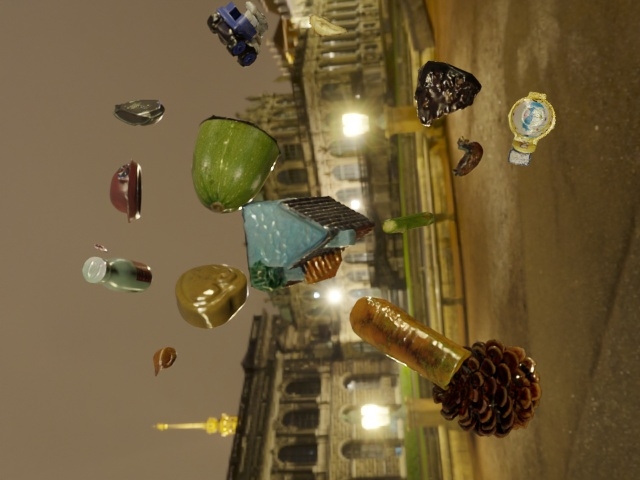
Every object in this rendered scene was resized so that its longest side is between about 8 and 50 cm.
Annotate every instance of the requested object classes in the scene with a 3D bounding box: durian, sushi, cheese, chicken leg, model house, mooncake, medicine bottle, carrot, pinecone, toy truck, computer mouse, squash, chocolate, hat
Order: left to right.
[{"bbox_3d":[-0.539,0.090,1.495,0.217,0.090,0.090,39,-133,-74],"label":"medicine bottle"},{"bbox_3d":[-0.607,-0.155,1.744,0.205,0.089,0.205,-178,90,-76],"label":"hat"},{"bbox_3d":[-0.560,-0.395,1.750,0.106,0.192,0.062,-51,-38,-41],"label":"computer mouse"},{"bbox_3d":[-0.396,0.298,1.419,0.050,0.047,0.099,54,-154,-5],"label":"sushi"},{"bbox_3d":[-0.360,0.164,1.802,0.235,0.235,0.117,-86,-4,-51],"label":"mooncake"},{"bbox_3d":[-0.326,-0.227,1.979,0.310,0.310,0.308,70,-146,-67],"label":"squash"},{"bbox_3d":[-0.269,-0.728,1.936,0.161,0.177,0.213,50,-173,13],"label":"toy truck"},{"bbox_3d":[0.000,0.000,1.765,0.360,0.339,0.297,-11,-85,-59],"label":"model house"},{"bbox_3d":[0.020,-0.649,1.686,0.066,0.130,0.052,-33,48,55],"label":"durian"},{"bbox_3d":[0.196,0.225,1.275,0.114,0.302,0.114,-25,-51,-36],"label":"carrot"},{"bbox_3d":[0.393,-0.447,1.825,0.224,0.206,0.177,-139,70,-83],"label":"chocolate"},{"bbox_3d":[0.491,-0.285,1.871,0.051,0.106,0.253,58,-179,24],"label":"chicken leg"},{"bbox_3d":[0.391,0.363,1.382,0.292,0.246,0.246,11,-111,-37],"label":"pinecone"},{"bbox_3d":[0.717,-0.382,1.929,0.064,0.157,0.250,-32,-45,-74],"label":"cheese"}]

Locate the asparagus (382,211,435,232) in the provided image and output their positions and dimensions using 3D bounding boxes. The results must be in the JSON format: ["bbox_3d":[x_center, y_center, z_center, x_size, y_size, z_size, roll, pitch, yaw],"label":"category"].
[{"bbox_3d":[0.347,-0.071,2.188,0.067,0.278,0.060,47,128,26],"label":"asparagus"}]

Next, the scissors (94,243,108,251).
[{"bbox_3d":[-0.652,0.022,1.660,0.113,0.039,0.012,152,140,-74],"label":"scissors"}]
